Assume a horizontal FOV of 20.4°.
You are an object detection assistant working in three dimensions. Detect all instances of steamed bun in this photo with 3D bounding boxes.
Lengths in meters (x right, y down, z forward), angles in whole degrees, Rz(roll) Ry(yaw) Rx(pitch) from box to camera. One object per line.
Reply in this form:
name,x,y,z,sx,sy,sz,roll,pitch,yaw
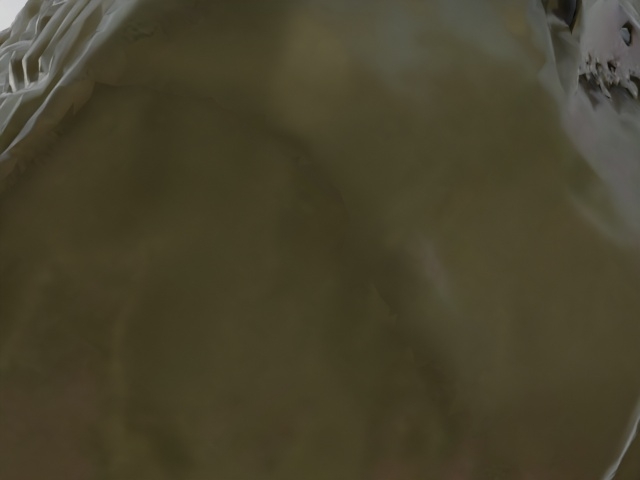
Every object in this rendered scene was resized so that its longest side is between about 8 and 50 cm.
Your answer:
steamed bun,0.000,0.000,0.469,0.206,0.320,0.275,39,-26,-15
